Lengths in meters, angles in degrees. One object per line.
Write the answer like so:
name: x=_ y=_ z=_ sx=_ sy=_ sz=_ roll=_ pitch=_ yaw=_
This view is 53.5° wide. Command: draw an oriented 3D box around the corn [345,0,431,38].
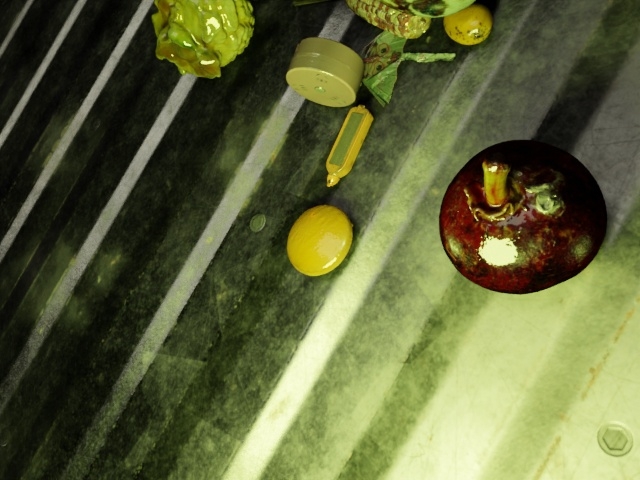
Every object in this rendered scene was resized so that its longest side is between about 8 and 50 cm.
corn: x=0.129 y=-0.474 z=1.298 sx=0.079 sy=0.079 sz=0.237 roll=-53 pitch=50 yaw=5

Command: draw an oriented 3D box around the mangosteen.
mangosteen: x=0.273 y=-0.043 z=0.901 sx=0.235 sy=0.261 sz=0.236 roll=-14 pitch=63 yaw=29

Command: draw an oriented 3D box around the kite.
kite: x=0.162 y=-0.374 z=1.287 sx=0.250 sy=0.012 sz=0.229 roll=10 pitch=78 yaw=37

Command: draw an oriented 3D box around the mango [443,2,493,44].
mango: x=0.274 y=-0.410 z=1.190 sx=0.079 sy=0.057 sz=0.114 roll=-53 pitch=47 yaw=15

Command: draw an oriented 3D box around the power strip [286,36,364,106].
power strip: x=0.012 y=-0.338 z=1.291 sx=0.154 sy=0.154 sz=0.078 roll=8 pitch=73 yaw=38

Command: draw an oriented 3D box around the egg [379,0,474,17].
egg: x=0.194 y=-0.485 z=1.134 sx=0.231 sy=0.169 sz=0.169 roll=-7 pitch=63 yaw=2

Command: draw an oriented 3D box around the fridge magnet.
fridge magnet: x=0.000 y=0.000 z=1.209 sx=0.143 sy=0.063 sz=0.143 roll=-13 pitch=64 yaw=29

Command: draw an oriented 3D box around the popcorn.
popcorn: x=-0.288 y=-0.530 z=1.547 sx=0.258 sy=0.224 sz=0.270 roll=-51 pitch=57 yaw=29

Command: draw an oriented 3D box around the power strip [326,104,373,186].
power strip: x=0.053 y=-0.187 z=1.272 sx=0.049 sy=0.028 sz=0.178 roll=20 pitch=83 yaw=39

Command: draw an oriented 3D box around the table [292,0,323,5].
table: x=0.006 y=-0.668 z=1.370 sx=0.282 sy=0.250 sz=0.196 roll=6 pitch=75 yaw=36
